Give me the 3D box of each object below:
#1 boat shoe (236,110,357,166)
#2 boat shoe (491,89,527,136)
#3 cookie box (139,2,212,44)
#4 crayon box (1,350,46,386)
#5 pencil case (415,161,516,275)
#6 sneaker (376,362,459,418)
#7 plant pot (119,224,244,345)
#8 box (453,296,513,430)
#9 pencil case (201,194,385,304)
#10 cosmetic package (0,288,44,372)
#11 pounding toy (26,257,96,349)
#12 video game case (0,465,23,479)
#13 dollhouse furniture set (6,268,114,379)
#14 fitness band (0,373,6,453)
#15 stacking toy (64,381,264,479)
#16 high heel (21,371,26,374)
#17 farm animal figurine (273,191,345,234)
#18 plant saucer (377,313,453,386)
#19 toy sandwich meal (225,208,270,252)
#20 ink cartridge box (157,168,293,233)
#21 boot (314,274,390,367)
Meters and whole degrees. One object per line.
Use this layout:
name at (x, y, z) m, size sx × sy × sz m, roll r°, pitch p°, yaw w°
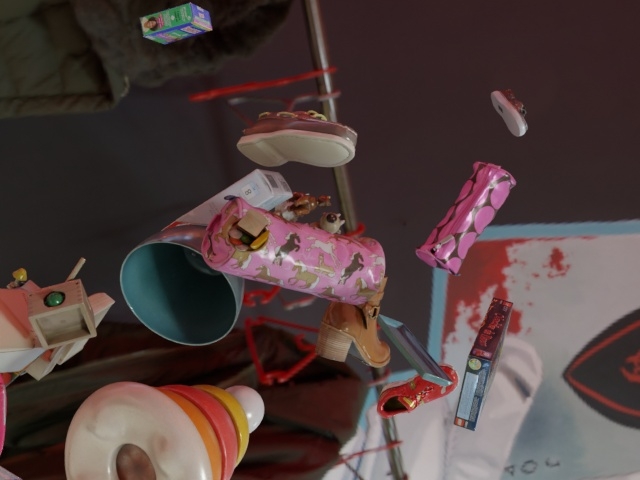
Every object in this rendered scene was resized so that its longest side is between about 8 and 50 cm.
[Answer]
boat shoe at (-0.041, -0.210, 1.548) m, size 0.116 × 0.097 × 0.324 m, roll 40°, pitch -21°, yaw -34°
boat shoe at (0.360, -0.244, 1.455) m, size 0.142 × 0.040 × 0.049 m, roll -106°, pitch 179°, yaw -51°
cookie box at (-0.273, -0.412, 1.483) m, size 0.092 × 0.107 × 0.040 m, roll -18°, pitch 95°, yaw -75°
crayon box at (-0.833, 0.207, 1.873) m, size 0.318 × 0.081 × 0.202 m, roll 50°, pitch 21°, yaw -9°
pencil case at (0.253, -0.042, 1.348) m, size 0.095 × 0.209 × 0.098 m, roll 30°, pitch -6°, yaw 33°
sneaker at (0.283, 0.452, 2.266) m, size 0.107 × 0.279 × 0.118 m, roll 54°, pitch 30°, yaw -6°
plant pot at (-0.299, 0.075, 1.854) m, size 0.195 × 0.290 × 0.290 m, roll -62°, pitch 149°, yaw -54°
box at (0.316, 0.233, 1.502) m, size 0.233 × 0.044 × 0.159 m, roll -45°, pitch 145°, yaw -58°
pencil case at (-0.047, 0.027, 1.624) m, size 0.160 × 0.386 × 0.167 m, roll -30°, pitch -130°, yaw 50°
cosmetic package at (-0.735, 0.188, 1.605) m, size 0.160 × 0.113 × 0.309 m, roll 60°, pitch 21°, yaw 17°
pounding toy at (-0.530, 0.130, 1.612) m, size 0.141 × 0.130 × 0.100 m, roll 86°, pitch -15°, yaw -45°
video game case at (-1.002, 0.703, 2.065) m, size 0.036 × 0.300 × 0.329 m, roll -60°, pitch 178°, yaw 42°
dollhouse furniture set at (-0.805, 0.188, 2.226) m, size 0.303 × 0.198 × 0.286 m, roll 37°, pitch 15°, yaw 1°
fitness band at (-0.672, 0.317, 1.388) m, size 0.054 × 0.208 × 0.291 m, roll -124°, pitch -138°, yaw -60°
stacking toy at (-0.273, 0.431, 1.690) m, size 0.480 × 0.350 × 0.351 m, roll -11°, pitch 87°, yaw -64°
high heel at (-0.980, 0.356, 2.277) m, size 0.186 × 0.093 × 0.261 m, roll 61°, pitch 26°, yaw -8°
farm animal figurine at (0.000, 0.000, 2.419) m, size 0.326 × 0.172 × 0.330 m, roll -21°, pitch -90°, yaw 61°
plant saucer at (0.160, 0.191, 1.360) m, size 0.018 × 0.067 × 0.192 m, roll -59°, pitch -148°, yaw 12°
toy sandwich meal at (-0.127, -0.016, 1.388) m, size 0.029 × 0.085 × 0.086 m, roll 108°, pitch -30°, yaw -54°
ink cartridge box at (-0.274, -0.056, 2.102) m, size 0.091 × 0.385 × 0.308 m, roll 58°, pitch 8°, yaw 0°
boot at (0.108, 0.182, 1.876) m, size 0.109 × 0.283 × 0.220 m, roll 21°, pitch -88°, yaw 44°
